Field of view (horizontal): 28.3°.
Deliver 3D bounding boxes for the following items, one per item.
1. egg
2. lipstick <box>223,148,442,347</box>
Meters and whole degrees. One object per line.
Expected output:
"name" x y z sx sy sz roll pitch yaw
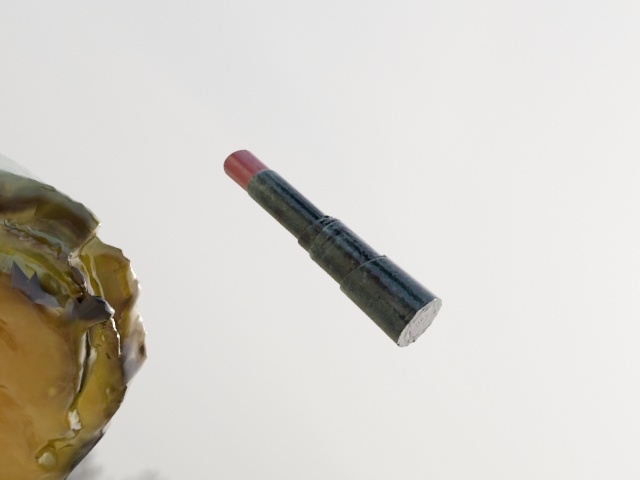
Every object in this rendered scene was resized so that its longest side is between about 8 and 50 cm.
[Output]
"egg" -0.236 0.023 0.697 0.264 0.174 0.286 18 -49 -23
"lipstick" 0.000 0.000 1.092 0.234 0.053 0.053 40 -19 23
